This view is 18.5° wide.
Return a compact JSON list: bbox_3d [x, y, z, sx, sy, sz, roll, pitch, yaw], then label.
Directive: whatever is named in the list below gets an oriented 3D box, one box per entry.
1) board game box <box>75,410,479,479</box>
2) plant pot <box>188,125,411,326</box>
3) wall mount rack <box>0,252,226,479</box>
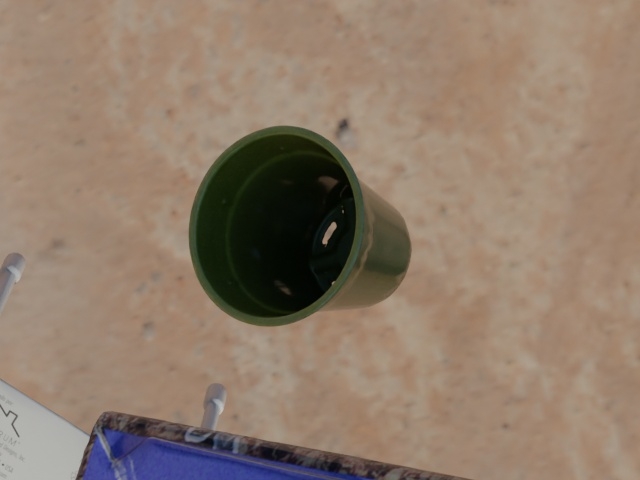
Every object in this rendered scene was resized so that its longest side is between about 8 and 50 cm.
[{"bbox_3d":[0.037,0.209,0.557,0.291,0.141,0.232,36,66,-50],"label":"board game box"},{"bbox_3d":[0.000,0.000,0.836,0.079,0.083,0.083,18,64,-59],"label":"plant pot"},{"bbox_3d":[-0.207,0.166,1.513,0.350,0.130,0.304,34,60,-11],"label":"wall mount rack"}]
